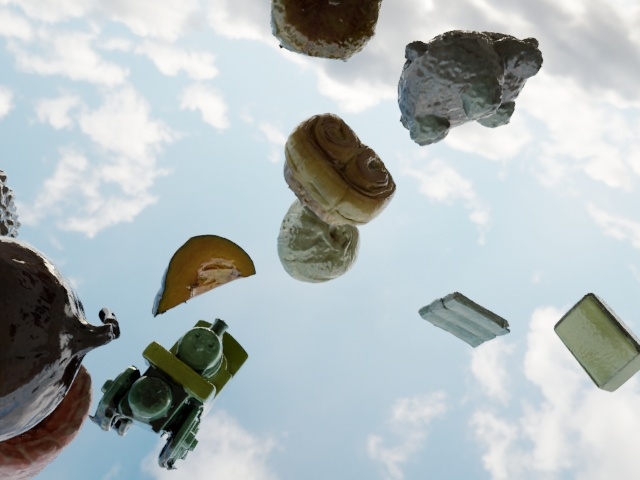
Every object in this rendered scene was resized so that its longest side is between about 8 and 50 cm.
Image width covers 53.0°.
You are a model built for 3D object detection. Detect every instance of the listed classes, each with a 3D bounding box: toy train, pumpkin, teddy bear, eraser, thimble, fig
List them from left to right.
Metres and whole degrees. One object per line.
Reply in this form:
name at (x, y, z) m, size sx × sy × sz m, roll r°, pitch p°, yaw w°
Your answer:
fig at (-0.368, 0.111, 0.734) m, size 0.214 × 0.235 × 0.235 m, roll 6°, pitch -149°, yaw 21°
thimble at (-0.505, 0.275, 1.048) m, size 0.239 × 0.162 × 0.239 m, roll 23°, pitch -134°, yaw -26°
toy train at (-0.213, 0.219, 0.988) m, size 0.150 × 0.369 × 0.237 m, roll 36°, pitch -111°, yaw 2°
pumpkin at (-0.297, 0.063, 1.484) m, size 0.254 × 0.130 × 0.149 m, roll -24°, pitch -78°, yaw -21°
teddy bear at (0.218, -0.235, 0.965) m, size 0.267 × 0.236 × 0.151 m, roll -17°, pitch -95°, yaw -56°
eraser at (0.560, 0.201, 1.283) m, size 0.058 × 0.117 × 0.172 m, roll 20°, pitch -152°, yaw -32°

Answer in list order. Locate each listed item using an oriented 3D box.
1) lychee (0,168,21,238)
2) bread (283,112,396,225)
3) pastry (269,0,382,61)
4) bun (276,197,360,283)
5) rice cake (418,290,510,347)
lychee at (-0.754, -0.011, 1.174) m, size 0.380 × 0.432 × 0.380 m, roll -8°, pitch -90°, yaw -66°
bread at (0.032, -0.133, 1.249) m, size 0.236 × 0.120 × 0.198 m, roll 46°, pitch -136°, yaw 0°
pastry at (0.009, -0.397, 1.072) m, size 0.192 × 0.182 × 0.093 m, roll 5°, pitch -167°, yaw -11°
bun at (0.000, 0.000, 1.653) m, size 0.244 × 0.244 × 0.153 m, roll 12°, pitch 177°, yaw -24°
rice cake at (0.341, 0.187, 1.527) m, size 0.211 × 0.124 × 0.038 m, roll 34°, pitch -140°, yaw -33°
